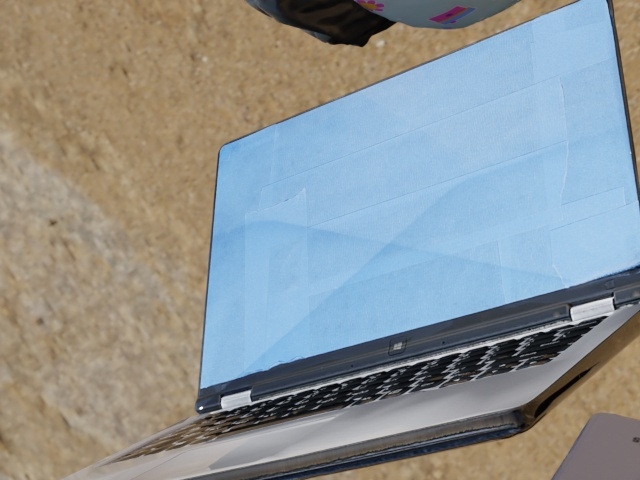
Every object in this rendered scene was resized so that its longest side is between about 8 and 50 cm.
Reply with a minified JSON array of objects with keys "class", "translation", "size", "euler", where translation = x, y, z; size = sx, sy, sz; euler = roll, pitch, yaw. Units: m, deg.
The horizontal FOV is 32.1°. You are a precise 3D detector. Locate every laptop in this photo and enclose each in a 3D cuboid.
[{"class":"laptop","translation":[0.000,0.000,0.753],"size":[0.381,0.408,0.236],"euler":[-19,89,30]}]

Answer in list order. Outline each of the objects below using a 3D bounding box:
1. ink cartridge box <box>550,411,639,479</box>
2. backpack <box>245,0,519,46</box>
[{"class":"ink cartridge box","translation":[0.089,0.214,0.328],"size":[0.114,0.273,0.197],"euler":[8,122,34]},{"class":"backpack","translation":[0.049,-0.144,0.380],"size":[0.182,0.152,0.115],"euler":[-29,79,24]}]
